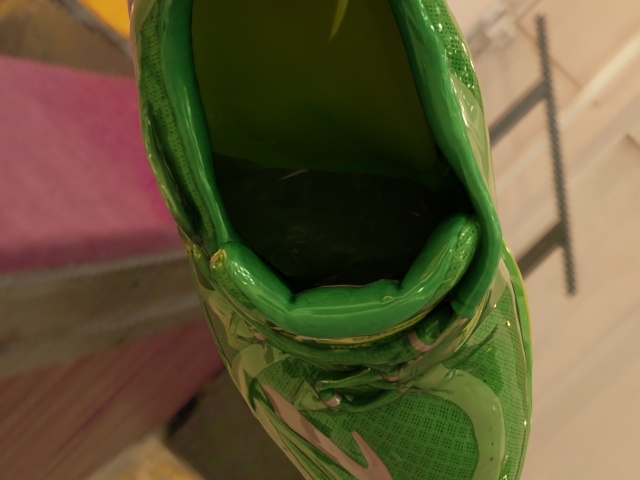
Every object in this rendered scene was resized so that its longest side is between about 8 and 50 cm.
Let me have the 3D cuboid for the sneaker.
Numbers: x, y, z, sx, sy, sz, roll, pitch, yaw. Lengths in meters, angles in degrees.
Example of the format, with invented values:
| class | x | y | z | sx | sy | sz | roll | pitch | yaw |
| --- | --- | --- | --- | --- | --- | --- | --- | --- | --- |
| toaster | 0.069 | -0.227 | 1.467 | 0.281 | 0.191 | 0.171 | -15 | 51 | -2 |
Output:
| class | x | y | z | sx | sy | sz | roll | pitch | yaw |
| --- | --- | --- | --- | --- | --- | --- | --- | --- | --- |
| sneaker | 0.000 | 0.000 | 0.472 | 0.123 | 0.109 | 0.295 | -88 | 166 | -48 |
